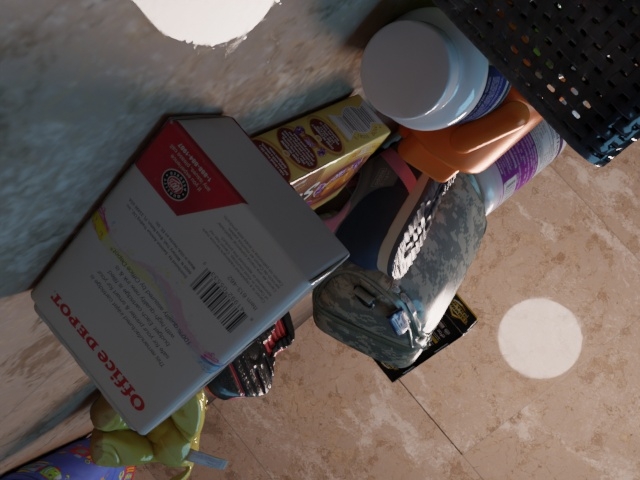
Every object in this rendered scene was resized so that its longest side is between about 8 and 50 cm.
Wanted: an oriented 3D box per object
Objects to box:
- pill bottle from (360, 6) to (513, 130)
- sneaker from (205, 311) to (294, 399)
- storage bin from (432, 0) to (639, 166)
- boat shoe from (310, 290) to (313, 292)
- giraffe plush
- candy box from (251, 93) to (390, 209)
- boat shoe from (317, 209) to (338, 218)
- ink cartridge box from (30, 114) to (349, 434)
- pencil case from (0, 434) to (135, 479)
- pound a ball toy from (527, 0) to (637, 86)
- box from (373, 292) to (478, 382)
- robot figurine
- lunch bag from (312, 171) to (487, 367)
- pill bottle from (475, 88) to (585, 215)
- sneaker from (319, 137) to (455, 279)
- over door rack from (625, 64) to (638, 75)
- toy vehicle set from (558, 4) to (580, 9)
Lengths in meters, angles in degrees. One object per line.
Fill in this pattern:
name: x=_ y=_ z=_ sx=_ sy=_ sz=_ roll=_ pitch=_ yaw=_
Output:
pill bottle: x=0.097 y=-0.139 z=0.520 sx=0.094 sy=0.094 sz=0.169 roll=-45 pitch=172 yaw=30
sneaker: x=-0.146 y=0.192 z=1.081 sx=0.136 sy=0.116 sz=0.314 roll=-16 pitch=-172 yaw=17
storage bin: x=0.124 y=-0.139 z=0.330 sx=0.084 sy=0.180 sz=0.122 roll=-45 pitch=171 yaw=35
boat shoe: x=-0.021 y=0.068 z=1.240 sx=0.178 sy=0.064 sz=0.060 roll=-34 pitch=169 yaw=-16
giraffe plush: x=-0.237 y=0.251 z=0.976 sx=0.181 sy=0.210 sz=0.170 roll=-47 pitch=-159 yaw=10
candy box: x=-0.032 y=-0.053 z=0.551 sx=0.187 sy=0.053 sz=0.109 roll=-35 pitch=171 yaw=-44
boat shoe: x=-0.001 y=-0.002 z=0.988 sx=0.048 sy=0.056 sz=0.153 roll=-33 pitch=163 yaw=-18
ink cartridge box: x=-0.090 y=0.023 z=0.421 sx=0.175 sy=0.127 sz=0.072 roll=-43 pitch=174 yaw=25
pencil case: x=-0.417 y=0.407 z=1.045 sx=0.133 sy=0.119 sz=0.306 roll=-63 pitch=171 yaw=-1
pound a ball toy: x=0.283 y=-0.196 z=0.521 sx=0.319 sy=0.208 sz=0.136 roll=-27 pitch=-177 yaw=-43
box: x=0.146 y=0.121 z=1.386 sx=0.079 sy=0.322 sz=0.257 roll=-31 pitch=167 yaw=-43
robot figurine: x=0.174 y=-0.156 z=0.664 sx=0.158 sy=0.128 sz=0.219 roll=-22 pitch=161 yaw=-51
lunch bag: x=0.127 y=0.023 z=1.013 sx=0.305 sy=0.212 sz=0.256 roll=-57 pitch=165 yaw=-27
pill bottle: x=0.332 y=-0.182 z=1.141 sx=0.301 sy=0.169 sz=0.169 roll=-37 pitch=172 yaw=-22
sneaker: x=0.104 y=-0.101 z=0.825 sx=0.319 sy=0.131 sz=0.112 roll=-57 pitch=154 yaw=-32
over door rack: x=0.554 y=-0.397 z=0.907 sx=0.324 sy=0.108 sz=0.239 roll=97 pitch=18 yaw=-79
toy vehicle set: x=0.348 y=-0.297 z=0.723 sx=0.267 sy=0.035 sz=0.166 roll=-37 pitch=153 yaw=29
